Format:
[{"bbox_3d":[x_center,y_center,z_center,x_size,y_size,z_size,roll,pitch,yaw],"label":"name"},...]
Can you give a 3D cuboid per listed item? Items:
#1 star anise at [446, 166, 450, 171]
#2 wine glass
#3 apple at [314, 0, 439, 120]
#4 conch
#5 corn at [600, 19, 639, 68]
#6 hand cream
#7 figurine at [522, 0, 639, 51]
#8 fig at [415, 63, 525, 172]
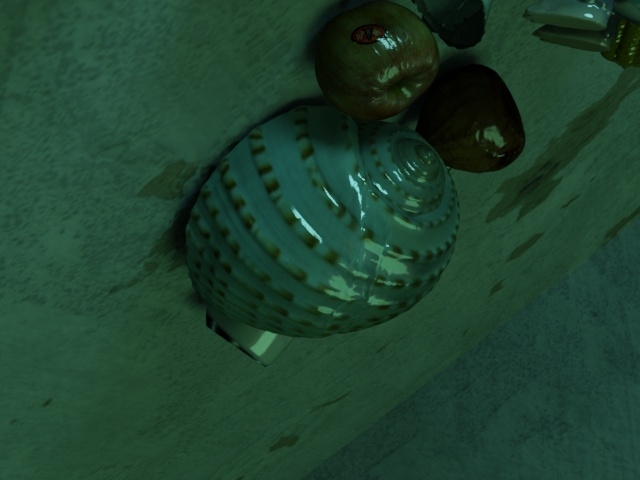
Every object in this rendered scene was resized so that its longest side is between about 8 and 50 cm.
[{"bbox_3d":[0.160,-0.113,1.494,0.124,0.056,0.129,-63,172,6],"label":"star anise"},{"bbox_3d":[0.188,-0.287,1.077,0.183,0.122,0.122,-34,160,-19],"label":"wine glass"},{"bbox_3d":[0.057,-0.186,1.092,0.126,0.102,0.126,-30,153,-17],"label":"apple"},{"bbox_3d":[0.010,0.007,1.230,0.303,0.215,0.319,10,118,-42],"label":"conch"},{"bbox_3d":[0.378,-0.334,1.259,0.144,0.144,0.387,-37,156,0],"label":"corn"},{"bbox_3d":[-0.003,0.012,1.445,0.359,0.118,0.185,-47,155,-4],"label":"hand cream"},{"bbox_3d":[0.413,-0.307,0.905,0.266,0.377,0.361,2,107,-69],"label":"figurine"},{"bbox_3d":[0.162,-0.131,1.371,0.201,0.134,0.146,-34,120,20],"label":"fig"}]
